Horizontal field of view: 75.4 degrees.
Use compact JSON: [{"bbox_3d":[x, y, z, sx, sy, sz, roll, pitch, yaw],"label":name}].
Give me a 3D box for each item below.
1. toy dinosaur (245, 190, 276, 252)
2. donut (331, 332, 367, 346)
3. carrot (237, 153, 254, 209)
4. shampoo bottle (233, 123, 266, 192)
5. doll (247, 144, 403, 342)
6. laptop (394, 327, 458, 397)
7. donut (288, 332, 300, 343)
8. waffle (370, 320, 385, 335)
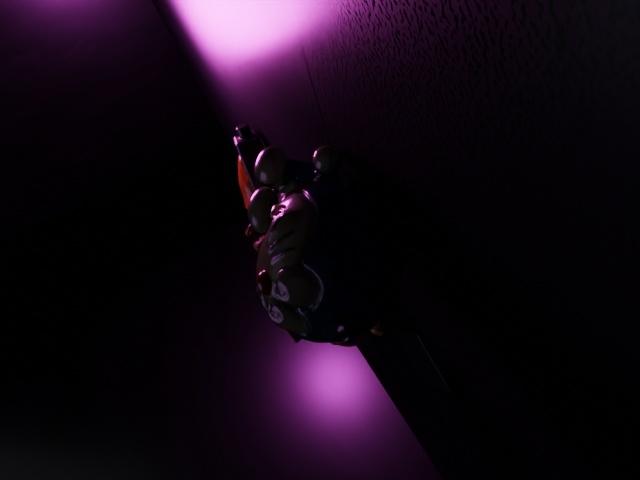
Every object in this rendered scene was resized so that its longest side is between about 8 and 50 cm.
[{"bbox_3d":[-0.151,-0.066,1.270,0.097,0.208,0.432,40,180,2],"label":"toy dinosaur"},{"bbox_3d":[0.073,0.328,1.679,0.233,0.199,0.085,51,130,41],"label":"donut"},{"bbox_3d":[-0.222,-0.235,1.485,0.159,0.159,0.225,-144,38,-75],"label":"carrot"},{"bbox_3d":[-0.208,-0.252,1.325,0.079,0.080,0.246,-119,10,-54],"label":"shampoo bottle"},{"bbox_3d":[0.000,0.001,0.557,0.322,0.186,0.198,-104,24,-43],"label":"doll"},{"bbox_3d":[0.206,0.237,0.835,0.135,0.016,0.197,59,173,6],"label":"laptop"},{"bbox_3d":[-0.100,0.197,1.377,0.277,0.108,0.277,61,170,18],"label":"donut"},{"bbox_3d":[0.082,0.121,1.064,0.261,0.056,0.250,52,173,36],"label":"waffle"}]
